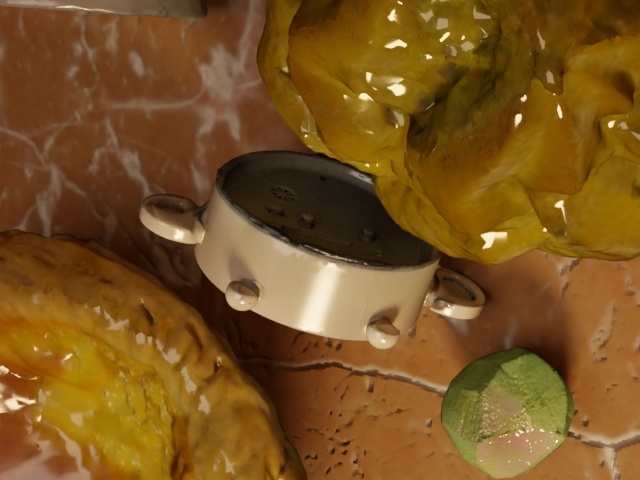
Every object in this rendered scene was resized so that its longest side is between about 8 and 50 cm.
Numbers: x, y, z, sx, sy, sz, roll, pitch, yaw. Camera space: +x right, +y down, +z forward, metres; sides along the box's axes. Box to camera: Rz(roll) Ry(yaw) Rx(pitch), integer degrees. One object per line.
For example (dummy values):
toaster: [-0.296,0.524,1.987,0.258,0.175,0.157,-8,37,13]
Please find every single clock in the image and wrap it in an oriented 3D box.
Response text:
clock: [0.000,0.000,1.112,0.229,0.156,0.063,15,112,-6]

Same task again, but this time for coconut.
coconut: [0.118,0.109,1.113,0.082,0.081,0.083,1,87,-3]

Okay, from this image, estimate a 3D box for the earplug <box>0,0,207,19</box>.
earplug: [-0.151,-0.302,1.149,0.172,0.172,0.301,9,99,31]

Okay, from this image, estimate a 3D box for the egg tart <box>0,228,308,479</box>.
egg tart: [-0.164,0.199,1.250,0.443,0.178,0.443,9,107,33]

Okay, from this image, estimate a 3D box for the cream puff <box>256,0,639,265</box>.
cream puff: [0.082,-0.129,0.977,0.324,0.257,0.291,50,118,13]
